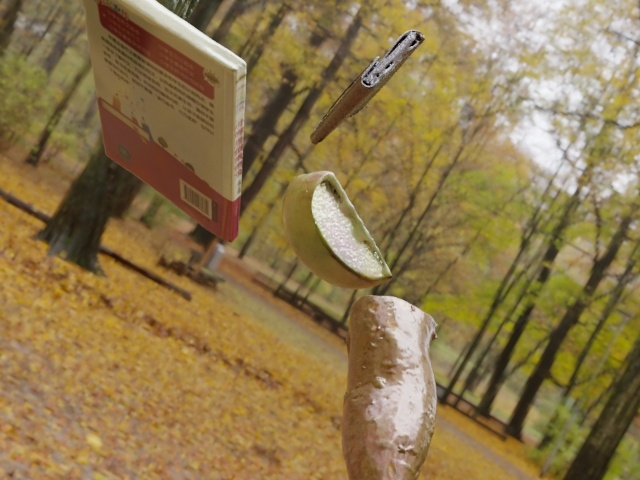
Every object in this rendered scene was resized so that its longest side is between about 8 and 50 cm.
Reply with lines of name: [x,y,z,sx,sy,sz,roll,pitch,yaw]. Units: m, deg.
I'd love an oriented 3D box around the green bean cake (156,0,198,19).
green bean cake: [-0.255,-0.390,1.299,0.173,0.094,0.181,31,18,-1]

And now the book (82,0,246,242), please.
book: [-0.131,-0.107,0.772,0.162,0.022,0.231,34,-31,15]

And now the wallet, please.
wallet: [0.064,-0.230,1.396,0.039,0.133,0.243,46,-22,-1]

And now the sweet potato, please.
sweet potato: [0.086,0.237,1.170,0.131,0.336,0.131,4,-34,3]

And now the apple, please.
apple: [0.000,0.000,1.821,0.193,0.120,0.264,-16,-72,52]
